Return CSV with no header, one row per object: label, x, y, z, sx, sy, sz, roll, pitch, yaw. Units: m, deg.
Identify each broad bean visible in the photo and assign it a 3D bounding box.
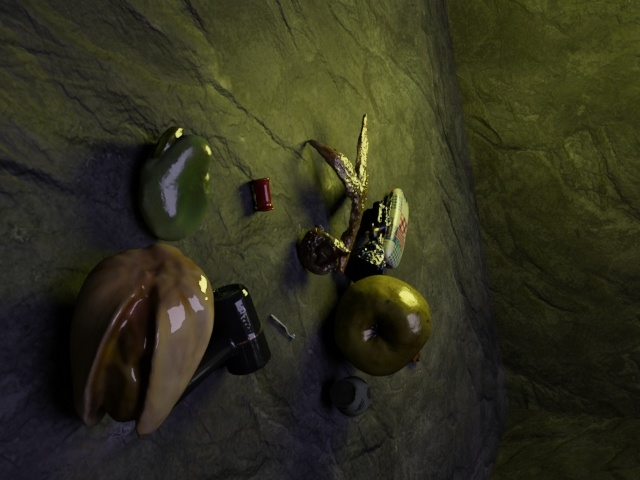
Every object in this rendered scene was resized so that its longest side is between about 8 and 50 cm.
broad bean,-0.287,-0.113,1.136,0.169,0.100,0.228,-10,97,-54

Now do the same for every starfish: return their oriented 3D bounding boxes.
starfish,0.087,-0.166,1.794,0.384,0.132,0.398,-69,146,-44

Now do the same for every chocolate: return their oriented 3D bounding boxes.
chocolate,0.183,-0.017,1.930,0.148,0.126,0.343,75,27,-46

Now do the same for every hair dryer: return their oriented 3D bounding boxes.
hair dryer,-0.249,0.242,1.174,0.352,0.107,0.189,-37,117,-50

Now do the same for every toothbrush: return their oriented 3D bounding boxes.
toothbrush,-0.100,0.229,1.514,0.131,0.011,0.013,52,56,-45

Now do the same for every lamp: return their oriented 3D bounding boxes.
lamp,0.102,0.478,1.742,0.215,0.121,0.121,49,46,-60

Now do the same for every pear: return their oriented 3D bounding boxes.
pear,0.185,0.252,1.759,0.304,0.303,0.304,11,77,-60

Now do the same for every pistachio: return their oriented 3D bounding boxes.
pistachio,-0.302,0.161,0.959,0.238,0.229,0.321,110,-7,-79

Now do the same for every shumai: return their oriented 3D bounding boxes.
shumai,0.005,0.030,1.621,0.123,0.105,0.139,-44,99,-21

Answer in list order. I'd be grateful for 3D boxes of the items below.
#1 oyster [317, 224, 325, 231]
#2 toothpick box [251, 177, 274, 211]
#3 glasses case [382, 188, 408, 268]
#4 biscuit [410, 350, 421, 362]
oyster,-0.001,0.000,1.698,0.051,0.034,0.093,63,22,-63
toothpick box,-0.145,-0.114,1.436,0.047,0.047,0.083,-23,107,-59
glasses case,0.277,-0.047,2.150,0.125,0.076,0.328,48,46,-45
biscuit,0.384,0.406,2.333,0.182,0.034,0.215,-48,127,-52
